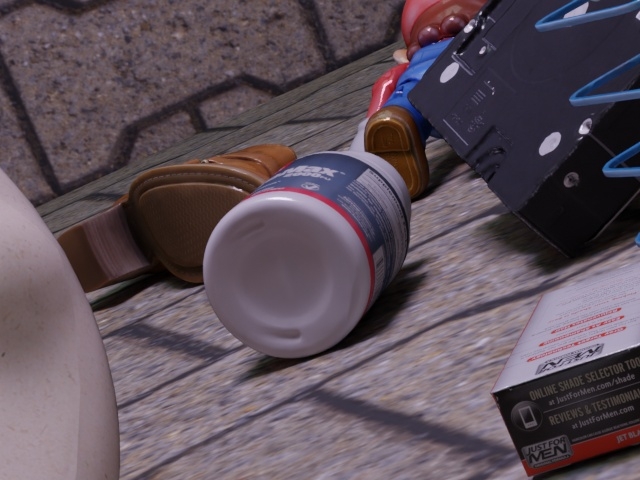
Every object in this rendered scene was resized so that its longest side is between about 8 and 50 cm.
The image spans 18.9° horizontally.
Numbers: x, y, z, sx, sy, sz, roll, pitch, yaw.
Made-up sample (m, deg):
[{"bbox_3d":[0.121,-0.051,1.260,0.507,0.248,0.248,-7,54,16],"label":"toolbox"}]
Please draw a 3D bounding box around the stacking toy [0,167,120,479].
[{"bbox_3d":[-0.355,0.149,0.931,0.480,0.350,0.350,-39,-2,37],"label":"stacking toy"}]

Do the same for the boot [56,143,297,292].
[{"bbox_3d":[-0.083,-0.032,1.733,0.283,0.109,0.220,-25,2,44],"label":"boot"}]

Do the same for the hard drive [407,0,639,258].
[{"bbox_3d":[0.216,-0.167,1.226,0.339,0.064,0.237,-50,25,7],"label":"hard drive"}]

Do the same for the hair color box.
[{"bbox_3d":[0.126,0.052,0.849,0.072,0.043,0.141,-20,9,21],"label":"hair color box"}]

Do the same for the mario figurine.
[{"bbox_3d":[0.139,-0.122,1.712,0.198,0.170,0.320,14,28,6],"label":"mario figurine"}]

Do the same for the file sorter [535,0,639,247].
[{"bbox_3d":[0.194,-0.056,0.912,0.104,0.170,0.118,-30,11,-18],"label":"file sorter"}]

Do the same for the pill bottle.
[{"bbox_3d":[0.000,0.000,1.262,0.108,0.108,0.180,-20,9,20],"label":"pill bottle"}]
